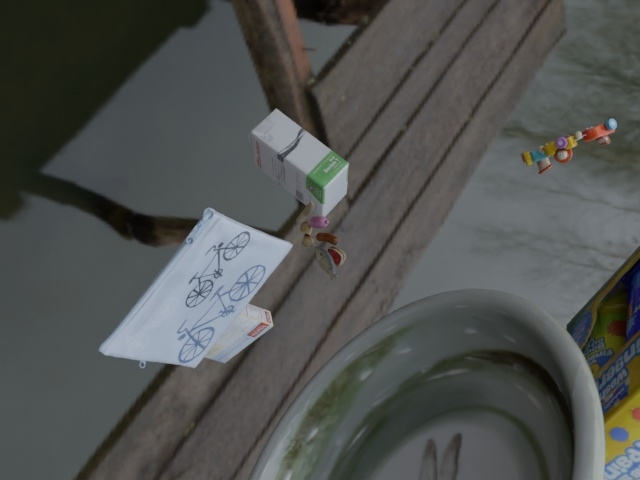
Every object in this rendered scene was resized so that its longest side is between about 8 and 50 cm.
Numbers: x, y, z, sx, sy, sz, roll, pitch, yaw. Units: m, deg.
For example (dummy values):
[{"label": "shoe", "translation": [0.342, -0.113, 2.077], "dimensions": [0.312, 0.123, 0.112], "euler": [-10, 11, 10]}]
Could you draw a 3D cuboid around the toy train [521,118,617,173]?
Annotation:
[{"label": "toy train", "translation": [0.425, -0.157, 1.632], "dimensions": [0.125, 0.166, 0.046], "euler": [-20, 89, -34]}]

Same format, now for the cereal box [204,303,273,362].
[{"label": "cereal box", "translation": [-0.245, 0.181, 2.053], "dimensions": [0.240, 0.173, 0.047], "euler": [24, 39, -42]}]

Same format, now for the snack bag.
[{"label": "snack bag", "translation": [-0.221, 0.097, 1.701], "dimensions": [0.323, 0.037, 0.342], "euler": [-51, 157, 7]}]

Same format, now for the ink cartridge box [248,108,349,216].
[{"label": "ink cartridge box", "translation": [-0.049, -0.174, 2.158], "dimensions": [0.092, 0.219, 0.160], "euler": [-46, 165, -18]}]

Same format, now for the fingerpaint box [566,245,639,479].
[{"label": "fingerpaint box", "translation": [0.549, 0.152, 1.479], "dimensions": [0.445, 0.163, 0.371], "euler": [-59, -176, 40]}]

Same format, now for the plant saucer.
[{"label": "plant saucer", "translation": [0.083, 0.232, 0.812], "dimensions": [0.100, 0.400, 0.400], "euler": [40, 63, -27]}]

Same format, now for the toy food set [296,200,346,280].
[{"label": "toy food set", "translation": [0.000, 0.000, 1.549], "dimensions": [0.019, 0.122, 0.078], "euler": [-19, 156, -43]}]
